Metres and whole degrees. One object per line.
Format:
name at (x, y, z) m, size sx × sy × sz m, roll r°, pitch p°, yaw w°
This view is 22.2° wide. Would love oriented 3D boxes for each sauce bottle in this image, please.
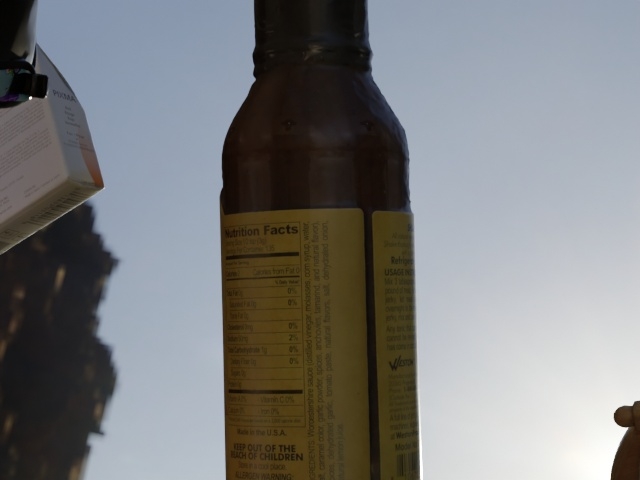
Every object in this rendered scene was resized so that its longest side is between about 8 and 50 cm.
sauce bottle at (0.000, 0.000, 0.899) m, size 0.111 × 0.344 × 0.111 m, roll 0°, pitch -4°, yaw 0°

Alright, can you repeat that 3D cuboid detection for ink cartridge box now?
ink cartridge box at (-0.242, -0.085, 1.207) m, size 0.145 × 0.179 × 0.045 m, roll -29°, pitch -27°, yaw 28°

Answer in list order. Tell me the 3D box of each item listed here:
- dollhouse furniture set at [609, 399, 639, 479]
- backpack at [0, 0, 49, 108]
dollhouse furniture set at (0.115, 0.250, 0.765) m, size 0.174 × 0.303 × 0.355 m, roll -3°, pitch -53°, yaw 15°
backpack at (-0.236, -0.125, 0.877) m, size 0.117 × 0.173 × 0.158 m, roll 28°, pitch -50°, yaw 23°
